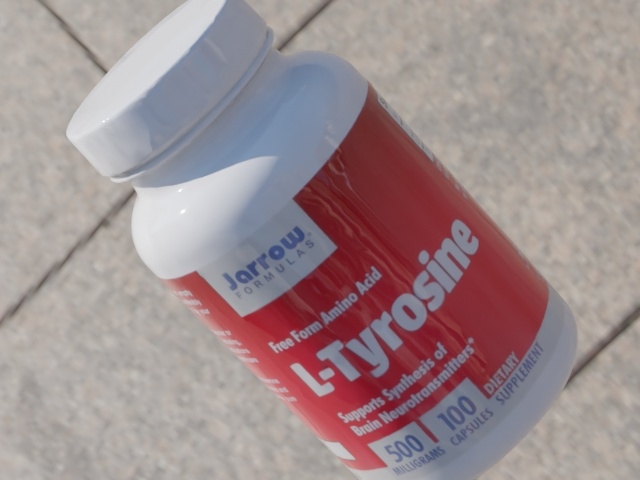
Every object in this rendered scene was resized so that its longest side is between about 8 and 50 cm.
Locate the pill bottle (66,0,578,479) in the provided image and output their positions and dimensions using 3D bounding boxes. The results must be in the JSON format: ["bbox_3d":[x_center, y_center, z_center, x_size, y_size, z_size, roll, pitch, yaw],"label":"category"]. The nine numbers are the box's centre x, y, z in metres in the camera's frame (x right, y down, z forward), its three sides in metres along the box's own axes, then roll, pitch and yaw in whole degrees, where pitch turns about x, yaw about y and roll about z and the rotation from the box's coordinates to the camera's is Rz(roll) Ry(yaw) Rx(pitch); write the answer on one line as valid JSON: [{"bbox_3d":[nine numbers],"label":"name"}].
[{"bbox_3d":[0.000,0.000,1.438,0.229,0.408,0.229,-39,19,16],"label":"pill bottle"}]
